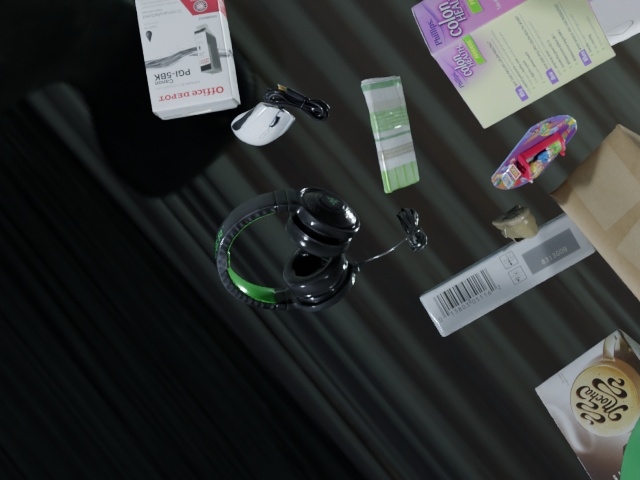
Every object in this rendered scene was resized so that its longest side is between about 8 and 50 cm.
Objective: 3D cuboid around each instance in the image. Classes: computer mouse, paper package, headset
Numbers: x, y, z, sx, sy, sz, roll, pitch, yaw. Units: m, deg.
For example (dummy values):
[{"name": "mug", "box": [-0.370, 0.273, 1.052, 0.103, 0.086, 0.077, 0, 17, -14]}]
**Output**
[{"name": "computer mouse", "box": [-0.078, -0.189, 1.954, 0.193, 0.106, 0.042, -28, -130, 53]}, {"name": "paper package", "box": [0.587, 0.000, 2.015, 0.309, 0.325, 0.168, 17, 121, -48]}, {"name": "headset", "box": [0.000, 0.000, 2.270, 0.394, 0.185, 0.243, -2, 127, -7]}]

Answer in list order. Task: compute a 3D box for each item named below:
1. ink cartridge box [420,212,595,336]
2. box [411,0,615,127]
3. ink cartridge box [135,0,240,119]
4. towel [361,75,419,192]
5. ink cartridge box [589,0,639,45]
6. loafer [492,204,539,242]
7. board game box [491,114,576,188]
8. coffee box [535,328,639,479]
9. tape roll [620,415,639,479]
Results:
[{"name": "ink cartridge box", "box": [0.340, 0.055, 2.297, 0.308, 0.091, 0.385, -31, 179, 5]}, {"name": "box", "box": [0.305, -0.328, 1.920, 0.243, 0.117, 0.213, -30, 141, 14]}, {"name": "ink cartridge box", "box": [-0.154, -0.218, 1.422, 0.099, 0.135, 0.056, -10, 177, 2]}, {"name": "towel", "box": [0.092, -0.144, 1.646, 0.023, 0.152, 0.113, -8, -174, 28]}, {"name": "ink cartridge box", "box": [0.502, -0.429, 2.108, 0.160, 0.092, 0.219, -25, -154, 23]}, {"name": "loafer", "box": [0.316, -0.023, 1.972, 0.056, 0.050, 0.148, -33, -178, 3]}, {"name": "board game box", "box": [0.362, -0.133, 2.009, 0.133, 0.033, 0.169, -4, 140, -44]}, {"name": "coffee box", "box": [0.488, 0.311, 1.878, 0.168, 0.297, 0.119, -38, 147, 15]}, {"name": "tape roll", "box": [0.558, 0.314, 1.636, 0.321, 0.321, 0.077, -39, -159, -9]}]
